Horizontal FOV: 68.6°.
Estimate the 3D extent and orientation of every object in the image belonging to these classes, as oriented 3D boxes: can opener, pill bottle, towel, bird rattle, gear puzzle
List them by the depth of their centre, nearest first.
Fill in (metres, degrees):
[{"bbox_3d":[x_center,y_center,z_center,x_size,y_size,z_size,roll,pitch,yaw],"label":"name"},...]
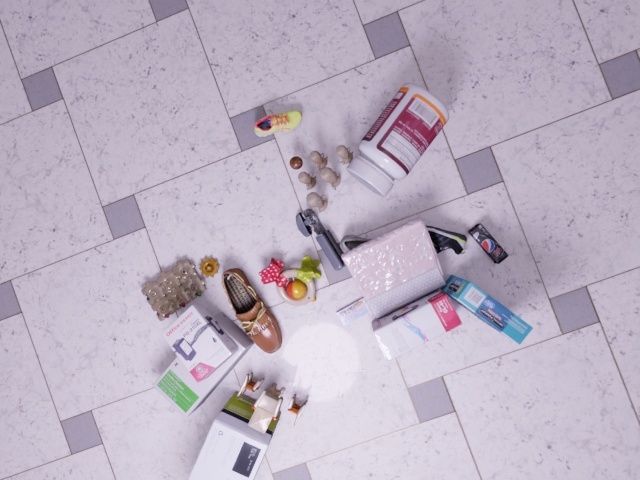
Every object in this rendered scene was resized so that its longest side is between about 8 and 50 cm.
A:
[{"bbox_3d":[0.289,-0.376,1.796,0.224,0.224,0.392,37,93,4],"label":"pill bottle"},{"bbox_3d":[0.290,0.112,1.802,0.332,0.053,0.317,-26,112,4],"label":"towel"},{"bbox_3d":[-0.113,0.170,1.881,0.253,0.143,0.207,-11,105,7],"label":"bird rattle"},{"bbox_3d":[0.000,0.000,1.907,0.095,0.076,0.283,-33,87,36],"label":"can opener"},{"bbox_3d":[-0.571,0.176,1.959,0.339,0.044,0.175,-34,86,1],"label":"gear puzzle"}]

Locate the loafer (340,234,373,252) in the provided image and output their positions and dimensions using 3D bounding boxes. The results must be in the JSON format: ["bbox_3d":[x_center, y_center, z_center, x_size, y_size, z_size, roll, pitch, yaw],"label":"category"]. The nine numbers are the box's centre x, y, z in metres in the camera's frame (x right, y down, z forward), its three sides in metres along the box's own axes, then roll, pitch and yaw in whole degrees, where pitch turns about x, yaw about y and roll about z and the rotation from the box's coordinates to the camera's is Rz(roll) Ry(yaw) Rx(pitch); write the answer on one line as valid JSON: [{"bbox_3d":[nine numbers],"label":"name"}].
[{"bbox_3d":[0.230,0.059,1.854,0.319,0.111,0.112,16,91,4],"label":"loafer"}]

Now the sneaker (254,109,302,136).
[{"bbox_3d":[-0.174,-0.477,1.898,0.208,0.094,0.081,-20,87,3],"label":"sneaker"}]

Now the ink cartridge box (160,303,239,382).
[{"bbox_3d":[-0.455,0.381,1.765,0.172,0.100,0.237,-42,81,3],"label":"ink cartridge box"}]

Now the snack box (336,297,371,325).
[{"bbox_3d":[0.155,0.279,1.905,0.178,0.022,0.064,-29,89,4],"label":"snack box"}]

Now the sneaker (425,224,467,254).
[{"bbox_3d":[0.463,0.001,1.850,0.234,0.084,0.097,15,92,5],"label":"sneaker"}]

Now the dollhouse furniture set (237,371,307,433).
[{"bbox_3d":[-0.202,0.640,1.816,0.262,0.259,0.135,25,82,6],"label":"dollhouse furniture set"}]

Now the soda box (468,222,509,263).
[{"bbox_3d":[0.659,0.012,1.846,0.053,0.060,0.169,-41,87,4],"label":"soda box"}]

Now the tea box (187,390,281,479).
[{"bbox_3d":[-0.330,0.814,1.792,0.220,0.323,0.329,24,91,4],"label":"tea box"}]

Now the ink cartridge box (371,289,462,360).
[{"bbox_3d":[0.357,0.316,1.787,0.306,0.226,0.131,-26,87,3],"label":"ink cartridge box"}]

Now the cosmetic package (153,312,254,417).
[{"bbox_3d":[-0.465,0.494,1.890,0.197,0.155,0.365,40,94,7],"label":"cosmetic package"}]

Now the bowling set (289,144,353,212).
[{"bbox_3d":[-0.011,-0.281,1.879,0.200,0.154,0.287,36,94,22],"label":"bowling set"}]

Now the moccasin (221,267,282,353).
[{"bbox_3d":[-0.277,0.282,1.878,0.139,0.147,0.380,-26,88,4],"label":"moccasin"}]

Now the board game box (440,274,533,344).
[{"bbox_3d":[0.590,0.242,1.713,0.254,0.336,0.079,37,93,4],"label":"board game box"}]
